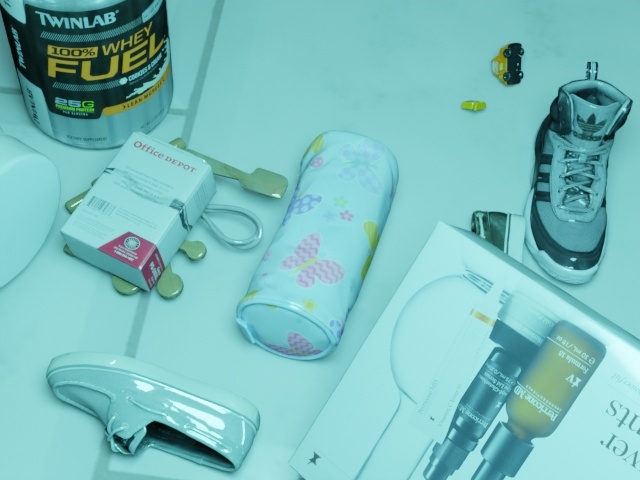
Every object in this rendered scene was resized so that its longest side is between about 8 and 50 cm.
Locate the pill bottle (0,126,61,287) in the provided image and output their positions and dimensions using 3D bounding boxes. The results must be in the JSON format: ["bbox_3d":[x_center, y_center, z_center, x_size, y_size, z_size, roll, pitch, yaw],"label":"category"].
[{"bbox_3d":[-0.484,-0.095,1.114,0.361,0.204,0.204,28,58,15],"label":"pill bottle"}]

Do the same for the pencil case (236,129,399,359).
[{"bbox_3d":[0.000,0.000,1.138,0.124,0.113,0.273,13,55,11],"label":"pencil case"}]

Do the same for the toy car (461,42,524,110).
[{"bbox_3d":[0.225,-0.222,1.349,0.122,0.060,0.040,-34,32,-32],"label":"toy car"}]

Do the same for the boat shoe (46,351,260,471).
[{"bbox_3d":[-0.177,0.177,1.020,0.228,0.079,0.081,15,51,3],"label":"boat shoe"}]

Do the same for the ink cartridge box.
[{"bbox_3d":[-0.202,-0.035,1.138,0.109,0.063,0.150,25,66,16],"label":"ink cartridge box"}]

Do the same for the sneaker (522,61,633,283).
[{"bbox_3d":[0.306,-0.090,1.199,0.101,0.153,0.268,8,55,2],"label":"sneaker"}]

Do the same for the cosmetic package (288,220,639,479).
[{"bbox_3d":[0.192,0.199,0.905,0.377,0.097,0.284,35,101,28],"label":"cosmetic package"}]

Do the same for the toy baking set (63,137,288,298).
[{"bbox_3d":[-0.174,-0.032,1.190,0.256,0.030,0.197,-36,65,-15],"label":"toy baking set"}]

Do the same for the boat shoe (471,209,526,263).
[{"bbox_3d":[0.187,0.053,1.142,0.070,0.077,0.219,12,47,4],"label":"boat shoe"}]

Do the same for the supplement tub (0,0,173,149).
[{"bbox_3d":[-0.277,-0.273,1.186,0.194,0.316,0.193,2,55,-2],"label":"supplement tub"}]
